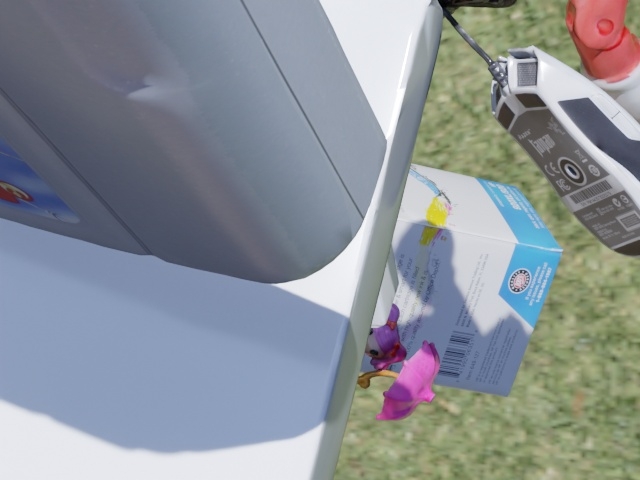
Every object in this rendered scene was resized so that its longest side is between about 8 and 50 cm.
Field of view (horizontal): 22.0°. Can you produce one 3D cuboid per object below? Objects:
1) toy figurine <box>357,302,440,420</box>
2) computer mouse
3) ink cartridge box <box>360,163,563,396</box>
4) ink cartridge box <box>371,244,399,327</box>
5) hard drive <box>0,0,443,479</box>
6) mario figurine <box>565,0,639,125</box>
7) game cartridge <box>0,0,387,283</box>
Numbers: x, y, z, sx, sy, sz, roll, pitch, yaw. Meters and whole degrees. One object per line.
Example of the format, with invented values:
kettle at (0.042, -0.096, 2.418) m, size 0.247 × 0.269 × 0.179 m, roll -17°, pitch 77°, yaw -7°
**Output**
toy figurine at (0.025, 0.102, 1.458) m, size 0.159 × 0.130 × 0.173 m, roll -9°, pitch 96°, yaw 18°
computer mouse at (0.122, -0.072, 0.860) m, size 0.042 × 0.106 × 0.193 m, roll -43°, pitch 96°, yaw -21°
ink cartridge box at (0.087, 0.028, 1.648) m, size 0.232 × 0.168 × 0.171 m, roll 12°, pitch 113°, yaw -16°
ink cartridge box at (0.000, 0.000, 1.157) m, size 0.052 × 0.088 × 0.122 m, roll -69°, pitch 153°, yaw -50°
hard drive at (-0.150, -0.012, 0.636) m, size 0.353 × 0.047 × 0.233 m, roll 12°, pitch 82°, yaw 15°
mario figurine at (0.143, -0.186, 0.922) m, size 0.320 × 0.198 × 0.170 m, roll 9°, pitch 50°, yaw -12°
game cartridge at (-0.136, -0.071, 0.428) m, size 0.297 × 0.198 × 0.062 m, roll 17°, pitch 69°, yaw 21°
